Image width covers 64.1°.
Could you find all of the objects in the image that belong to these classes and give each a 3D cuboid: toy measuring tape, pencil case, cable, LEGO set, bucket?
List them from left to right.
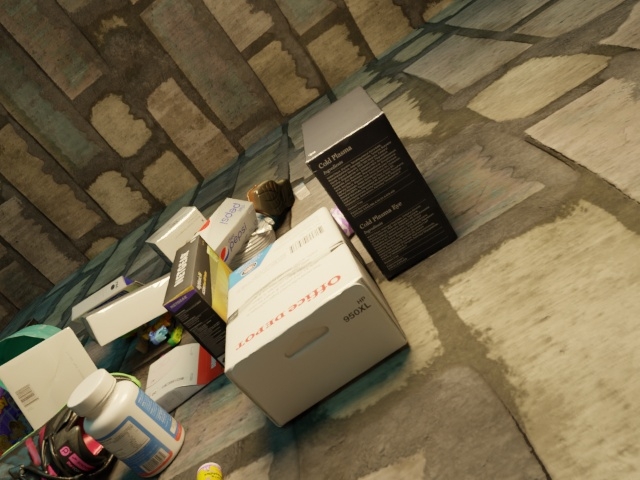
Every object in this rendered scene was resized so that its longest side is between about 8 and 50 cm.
[{"bbox_3d":[-0.956,0.421,1.704,0.281,0.281,0.183,-40,14,-6],"label":"bucket"},{"bbox_3d":[-0.640,0.299,1.694,0.121,0.121,0.330,-39,34,-5],"label":"toy measuring tape"},{"bbox_3d":[-0.462,0.280,1.477,0.093,0.087,0.227,-35,22,6],"label":"LEGO set"},{"bbox_3d":[-0.271,0.004,1.667,0.257,0.089,0.257,-31,27,-10],"label":"cable"},{"bbox_3d":[0.000,0.000,1.333,0.206,0.088,0.086,-44,25,-14],"label":"pencil case"}]

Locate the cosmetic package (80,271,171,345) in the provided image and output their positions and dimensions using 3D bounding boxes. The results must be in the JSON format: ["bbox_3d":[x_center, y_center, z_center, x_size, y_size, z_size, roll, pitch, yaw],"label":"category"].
[{"bbox_3d":[-0.513,0.179,1.544,0.377,0.098,0.284,-28,4,-28],"label":"cosmetic package"}]

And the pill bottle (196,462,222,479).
[{"bbox_3d":[-0.184,0.417,0.858,0.043,0.043,0.083,-38,23,-2],"label":"pill bottle"}]

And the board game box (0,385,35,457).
[{"bbox_3d":[-0.923,0.574,1.399,0.078,0.233,0.347,-34,23,8],"label":"board game box"}]

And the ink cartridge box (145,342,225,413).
[{"bbox_3d":[-0.326,0.310,1.262,0.232,0.066,0.189,-40,22,4],"label":"ink cartridge box"}]

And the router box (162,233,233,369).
[{"bbox_3d":[-0.249,0.145,1.218,0.081,0.243,0.309,-36,23,5],"label":"router box"}]

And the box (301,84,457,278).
[{"bbox_3d":[0.117,-0.145,1.147,0.178,0.313,0.343,-33,23,11],"label":"box"}]

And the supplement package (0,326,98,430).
[{"bbox_3d":[-0.742,0.383,1.426,0.198,0.199,0.262,-33,4,-29],"label":"supplement package"}]

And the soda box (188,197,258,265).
[{"bbox_3d":[-0.292,-0.001,1.481,0.098,0.091,0.286,11,45,22],"label":"soda box"}]

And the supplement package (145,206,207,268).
[{"bbox_3d":[-0.480,0.015,1.859,0.194,0.203,0.149,-47,25,-20],"label":"supplement package"}]

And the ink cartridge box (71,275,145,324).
[{"bbox_3d":[-0.732,0.224,1.875,0.332,0.165,0.065,-28,53,18],"label":"ink cartridge box"}]

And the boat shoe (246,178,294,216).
[{"bbox_3d":[-0.186,-0.138,1.734,0.119,0.123,0.324,-10,5,15],"label":"boat shoe"}]

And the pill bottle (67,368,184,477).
[{"bbox_3d":[-0.392,0.364,1.033,0.124,0.221,0.124,-31,23,15],"label":"pill bottle"}]

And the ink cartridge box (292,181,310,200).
[{"bbox_3d":[-0.069,-0.178,1.853,0.048,0.028,0.083,-36,23,3],"label":"ink cartridge box"}]

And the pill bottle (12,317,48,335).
[{"bbox_3d":[-1.027,0.395,1.909,0.122,0.219,0.123,-31,23,15],"label":"pill bottle"}]

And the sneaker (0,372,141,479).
[{"bbox_3d":[-0.578,0.481,1.112,0.202,0.185,0.483,-29,22,52],"label":"sneaker"}]

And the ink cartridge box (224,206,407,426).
[{"bbox_3d":[-0.032,0.127,1.031,0.285,0.166,0.395,-36,22,6],"label":"ink cartridge box"}]
